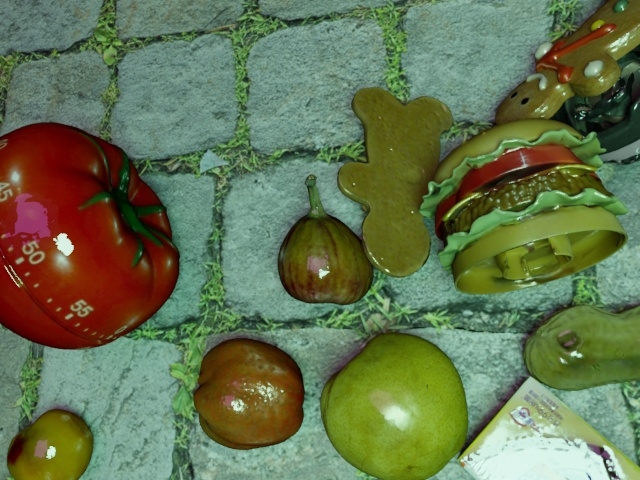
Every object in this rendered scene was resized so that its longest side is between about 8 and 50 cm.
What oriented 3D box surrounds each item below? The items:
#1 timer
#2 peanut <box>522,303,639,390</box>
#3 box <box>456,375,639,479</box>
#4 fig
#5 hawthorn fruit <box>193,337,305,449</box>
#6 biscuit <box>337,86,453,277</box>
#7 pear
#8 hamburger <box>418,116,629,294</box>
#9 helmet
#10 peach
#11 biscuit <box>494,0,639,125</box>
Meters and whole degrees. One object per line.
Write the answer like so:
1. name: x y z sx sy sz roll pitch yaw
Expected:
1. timer: -0.420 -0.005 0.959 0.279 0.378 0.378 -26 68 4
2. peanut: 0.411 0.145 0.820 0.236 0.110 0.120 -17 52 9
3. box: 0.342 0.337 0.788 0.168 0.097 0.265 -46 67 -2
4. fig: -0.005 0.022 0.952 0.149 0.148 0.202 -31 76 14
5. hawthorn fruit: -0.110 0.246 0.908 0.189 0.189 0.189 -5 73 15
6. biscuit: 0.126 -0.100 0.966 0.215 0.047 0.340 6 72 -15
7. pear: 0.112 0.243 0.826 0.208 0.209 0.209 -5 73 15
8. hamburger: 0.284 -0.057 0.836 0.274 0.274 0.212 -15 67 11
9. helmet: 0.466 -0.218 0.889 0.198 0.154 0.253 -28 25 43
10. peach: -0.469 0.371 0.998 0.138 0.138 0.138 -5 73 15
11. biscuit: 0.400 -0.285 0.875 0.324 0.049 0.205 -42 24 21
